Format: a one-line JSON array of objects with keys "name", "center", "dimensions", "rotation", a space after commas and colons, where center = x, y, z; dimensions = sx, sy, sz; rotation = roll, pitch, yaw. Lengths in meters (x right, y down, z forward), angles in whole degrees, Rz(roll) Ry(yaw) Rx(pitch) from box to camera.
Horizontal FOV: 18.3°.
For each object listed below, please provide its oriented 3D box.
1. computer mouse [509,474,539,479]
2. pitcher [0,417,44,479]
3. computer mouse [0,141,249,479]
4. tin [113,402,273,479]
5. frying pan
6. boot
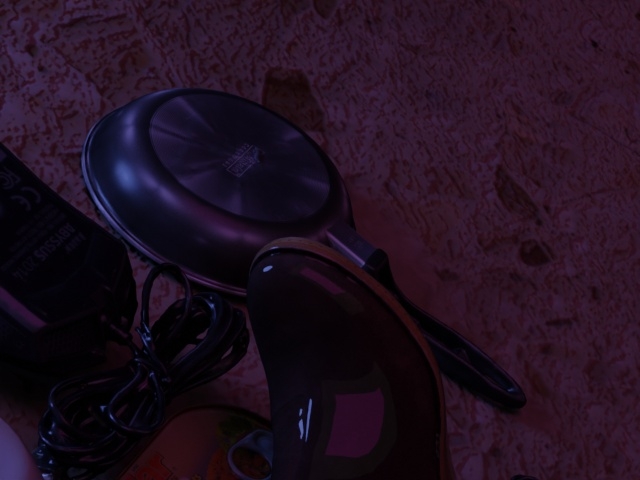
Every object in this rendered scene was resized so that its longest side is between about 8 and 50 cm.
[{"name": "computer mouse", "center": [0.125, 0.216, 1.153], "dimensions": [0.106, 0.042, 0.193], "rotation": [38, 30, 3]}, {"name": "pitcher", "center": [-0.159, 0.174, 0.840], "dimensions": [0.178, 0.207, 0.125], "rotation": [21, 35, 1]}, {"name": "computer mouse", "center": [-0.189, 0.022, 1.139], "dimensions": [0.272, 0.072, 0.188], "rotation": [41, 38, 6]}, {"name": "tin", "center": [-0.067, 0.159, 1.087], "dimensions": [0.106, 0.040, 0.190], "rotation": [38, 36, 3]}, {"name": "frying pan", "center": [-0.022, 0.004, 1.301], "dimensions": [0.197, 0.053, 0.326], "rotation": [-16, 53, -44]}, {"name": "boot", "center": [0.003, 0.138, 1.040], "dimensions": [0.248, 0.090, 0.207], "rotation": [63, 31, -12]}]
